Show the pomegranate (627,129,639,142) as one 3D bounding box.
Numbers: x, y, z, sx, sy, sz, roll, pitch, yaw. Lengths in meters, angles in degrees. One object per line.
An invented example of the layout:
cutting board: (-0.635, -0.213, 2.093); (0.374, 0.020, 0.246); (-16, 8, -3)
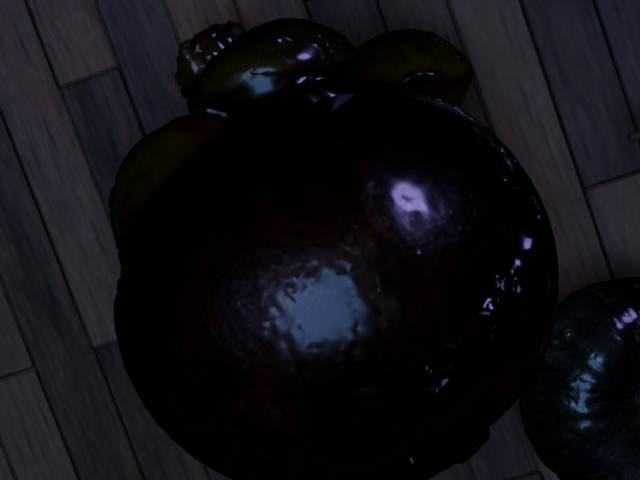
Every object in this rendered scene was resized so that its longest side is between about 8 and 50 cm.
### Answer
pomegranate: (0.379, -0.106, 1.495); (0.169, 0.148, 0.148); (34, 105, 25)

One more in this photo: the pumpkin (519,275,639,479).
pumpkin: (0.279, 0.132, 1.527); (0.212, 0.152, 0.211); (-10, 109, -30)

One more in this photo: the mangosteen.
mangosteen: (0.013, 0.017, 1.461); (0.381, 0.421, 0.381); (-6, 140, -5)
